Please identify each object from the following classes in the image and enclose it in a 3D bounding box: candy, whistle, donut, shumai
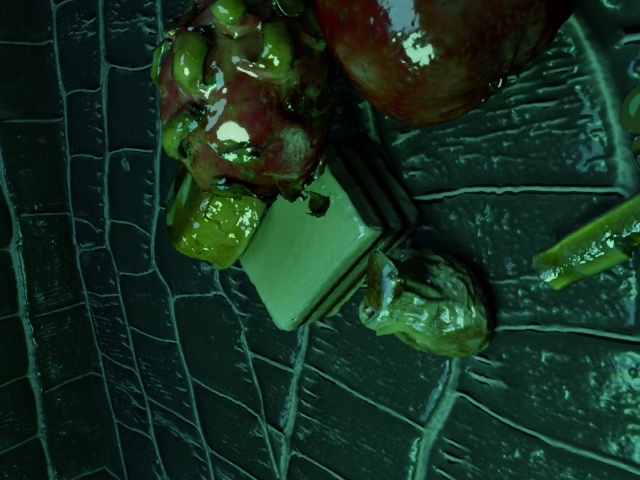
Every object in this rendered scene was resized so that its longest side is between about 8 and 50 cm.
[{"bbox_3d":[0.000,0.000,1.036,0.179,0.135,0.320,60,139,20],"label":"candy"},{"bbox_3d":[0.354,-0.038,0.637,0.326,0.057,0.067,-41,45,47],"label":"whistle"},{"bbox_3d":[-0.176,-0.121,1.116,0.330,0.160,0.329,-41,36,40],"label":"donut"},{"bbox_3d":[0.127,0.088,0.891,0.209,0.153,0.161,39,121,41],"label":"shumai"}]

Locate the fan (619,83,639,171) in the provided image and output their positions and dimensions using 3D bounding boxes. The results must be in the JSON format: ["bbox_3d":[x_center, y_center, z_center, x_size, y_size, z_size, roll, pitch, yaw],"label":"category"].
[{"bbox_3d":[0.357,-0.086,0.583,0.152,0.008,0.226,-37,44,49],"label":"fan"}]

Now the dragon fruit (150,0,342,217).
[{"bbox_3d":[-0.094,-0.194,0.814,0.291,0.251,0.268,101,177,-55],"label":"dragon fruit"}]

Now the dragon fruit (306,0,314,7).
[{"bbox_3d":[-0.027,-0.392,0.903,0.273,0.219,0.198,-21,45,51],"label":"dragon fruit"}]

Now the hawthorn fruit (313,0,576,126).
[{"bbox_3d":[0.108,-0.285,0.693,0.307,0.265,0.265,53,139,2],"label":"hawthorn fruit"}]
